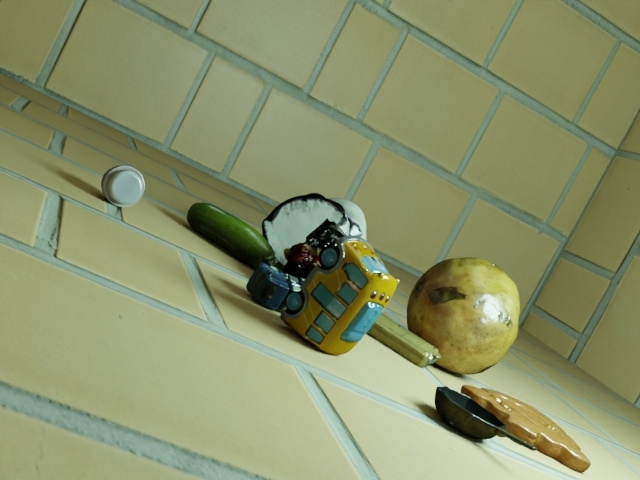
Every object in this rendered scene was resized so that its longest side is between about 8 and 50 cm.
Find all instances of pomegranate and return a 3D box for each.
[{"bbox_3d":[0.331,0.177,1.995,0.281,0.281,0.281,27,5,-3],"label":"pomegranate"}]

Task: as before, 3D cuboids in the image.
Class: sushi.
[{"bbox_3d":[-0.012,0.071,1.866,0.151,0.153,0.172,-18,56,-39],"label":"sushi"}]

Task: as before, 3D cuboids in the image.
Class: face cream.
[{"bbox_3d":[-0.441,-0.123,1.893,0.091,0.091,0.095,25,-2,-30],"label":"face cream"}]

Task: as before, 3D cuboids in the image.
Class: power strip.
[{"bbox_3d":[0.141,0.199,1.929,0.305,0.044,0.064,32,24,29],"label":"power strip"}]

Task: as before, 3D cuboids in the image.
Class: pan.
[{"bbox_3d":[0.262,0.313,1.451,0.128,0.048,0.202,25,4,-16],"label":"pan"}]

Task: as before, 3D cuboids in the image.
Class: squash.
[{"bbox_3d":[-0.200,-0.006,2.033,0.332,0.087,0.087,33,7,30],"label":"squash"}]

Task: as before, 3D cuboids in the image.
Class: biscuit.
[{"bbox_3d":[0.425,0.369,1.758,0.284,0.043,0.306,29,5,17],"label":"biscuit"}]

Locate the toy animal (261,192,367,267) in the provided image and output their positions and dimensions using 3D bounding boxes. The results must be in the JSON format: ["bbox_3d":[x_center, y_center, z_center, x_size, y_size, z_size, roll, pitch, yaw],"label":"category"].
[{"bbox_3d":[0.000,0.000,2.158,0.251,0.250,0.310,29,1,16],"label":"toy animal"}]

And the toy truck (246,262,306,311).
[{"bbox_3d":[-0.046,0.119,1.694,0.202,0.074,0.088,25,15,-29],"label":"toy truck"}]

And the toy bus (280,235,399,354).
[{"bbox_3d":[0.042,0.106,1.540,0.136,0.209,0.126,44,13,34],"label":"toy bus"}]
